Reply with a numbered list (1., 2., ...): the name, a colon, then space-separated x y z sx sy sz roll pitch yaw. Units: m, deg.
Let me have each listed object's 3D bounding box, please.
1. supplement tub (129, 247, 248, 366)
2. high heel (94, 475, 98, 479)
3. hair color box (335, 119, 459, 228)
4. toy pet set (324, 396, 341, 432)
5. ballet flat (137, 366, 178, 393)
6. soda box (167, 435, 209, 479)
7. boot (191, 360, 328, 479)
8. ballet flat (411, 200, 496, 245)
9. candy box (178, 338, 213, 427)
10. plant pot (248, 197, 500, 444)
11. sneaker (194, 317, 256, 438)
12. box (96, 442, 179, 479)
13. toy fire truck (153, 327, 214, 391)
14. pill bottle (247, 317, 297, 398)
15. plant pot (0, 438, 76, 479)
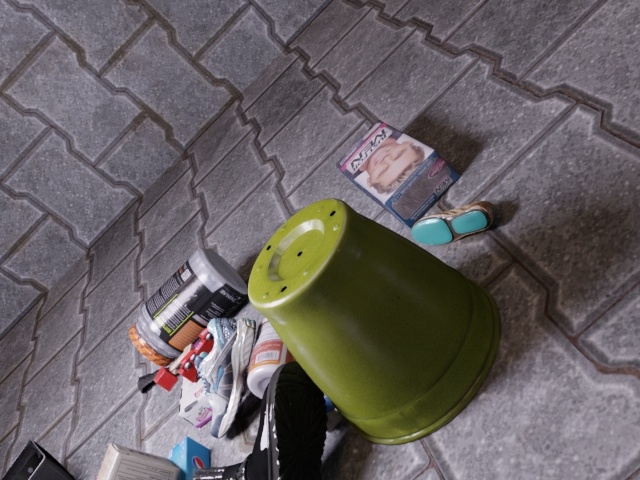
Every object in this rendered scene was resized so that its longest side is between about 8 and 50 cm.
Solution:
1. supplement tub: -0.370 0.190 2.082 0.316 0.193 0.193 -44 27 6
2. high heel: -0.500 0.638 1.836 0.117 0.082 0.244 -18 15 -3
3. hair color box: 0.180 -0.174 1.852 0.174 0.105 0.347 -47 27 3
4. toy pet set: -0.014 0.337 1.501 0.122 0.065 0.114 -48 27 1
5. ballet flat: -0.456 0.392 2.118 0.173 0.057 0.049 -26 75 38
6. soda box: -0.289 0.535 1.636 0.067 0.071 0.210 -42 27 15
7. boot: -0.125 0.415 1.414 0.260 0.131 0.348 -22 55 41
8. ballet flat: 0.285 -0.037 1.575 0.206 0.073 0.067 -12 16 46
9. candy box: -0.270 0.332 1.880 0.159 0.071 0.233 -38 28 19
10. plant pot: 0.069 0.120 1.350 0.366 0.353 0.366 -36 29 24
11. sneaker: -0.228 0.306 1.702 0.110 0.122 0.283 -110 32 -86
12. box: -0.424 0.603 1.571 0.121 0.148 0.311 -10 59 66
13. toy fire truck: -0.327 0.297 1.877 0.192 0.047 0.135 -55 26 -14
14. pill bottle: -0.088 0.243 1.675 0.121 0.121 0.216 -31 31 30
15. plant pot: -0.761 0.682 2.034 0.188 0.167 0.187 5 57 57
